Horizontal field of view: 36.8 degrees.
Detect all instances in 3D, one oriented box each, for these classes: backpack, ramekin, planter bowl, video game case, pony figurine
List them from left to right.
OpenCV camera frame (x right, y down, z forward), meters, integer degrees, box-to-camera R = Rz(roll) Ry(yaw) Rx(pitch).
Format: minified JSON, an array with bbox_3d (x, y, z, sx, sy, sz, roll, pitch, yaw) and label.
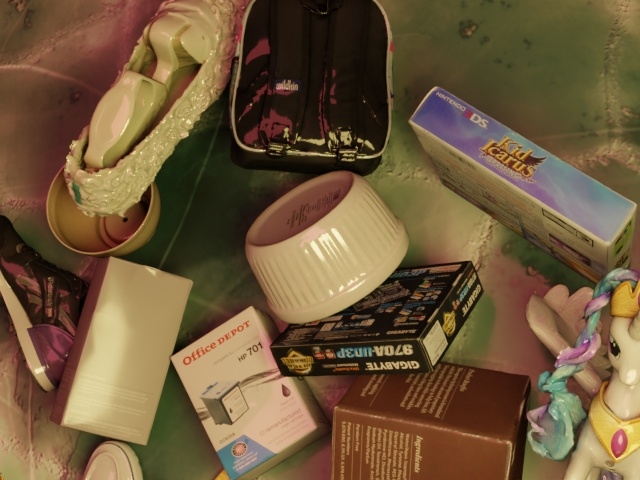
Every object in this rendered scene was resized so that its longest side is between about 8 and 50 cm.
[{"bbox_3d":[-0.301,-0.043,1.403,0.162,0.109,0.162,-4,72,11],"label":"planter bowl"},{"bbox_3d":[-0.011,-0.217,1.308,0.225,0.191,0.254,3,83,-4],"label":"backpack"},{"bbox_3d":[0.000,0.000,1.241,0.207,0.207,0.109,-30,111,8],"label":"ramekin"},{"bbox_3d":[0.251,-0.058,1.169,0.269,0.244,0.061,36,87,21],"label":"video game case"},{"bbox_3d":[0.343,0.193,1.057,0.302,0.351,0.364,11,98,23],"label":"pony figurine"}]

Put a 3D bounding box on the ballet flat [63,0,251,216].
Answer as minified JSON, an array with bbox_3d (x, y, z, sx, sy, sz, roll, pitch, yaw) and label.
[{"bbox_3d":[-0.218,-0.216,1.315,0.147,0.147,0.409,23,75,21],"label":"ballet flat"}]

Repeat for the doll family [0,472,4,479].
[{"bbox_3d":[-0.513,0.391,1.363,0.163,0.118,0.263,-38,63,24],"label":"doll family"}]

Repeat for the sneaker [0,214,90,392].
[{"bbox_3d":[-0.401,0.075,1.424,0.124,0.107,0.283,-26,73,-7],"label":"sneaker"}]

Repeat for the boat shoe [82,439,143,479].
[{"bbox_3d":[-0.304,0.401,1.303,0.095,0.084,0.258,-1,76,17],"label":"boat shoe"}]

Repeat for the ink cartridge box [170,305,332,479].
[{"bbox_3d":[-0.094,0.207,1.293,0.139,0.082,0.191,-33,71,6],"label":"ink cartridge box"}]

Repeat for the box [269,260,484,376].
[{"bbox_3d":[0.069,0.098,1.195,0.220,0.175,0.051,-8,115,35],"label":"box"}]

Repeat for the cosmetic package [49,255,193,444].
[{"bbox_3d":[-0.274,0.150,1.325,0.127,0.107,0.238,21,76,-21],"label":"cosmetic package"}]

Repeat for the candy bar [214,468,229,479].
[{"bbox_3d":[-0.083,0.369,1.281,0.161,0.018,0.040,42,91,22],"label":"candy bar"}]

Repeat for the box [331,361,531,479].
[{"bbox_3d":[0.131,0.250,1.137,0.203,0.168,0.167,8,109,18],"label":"box"}]
